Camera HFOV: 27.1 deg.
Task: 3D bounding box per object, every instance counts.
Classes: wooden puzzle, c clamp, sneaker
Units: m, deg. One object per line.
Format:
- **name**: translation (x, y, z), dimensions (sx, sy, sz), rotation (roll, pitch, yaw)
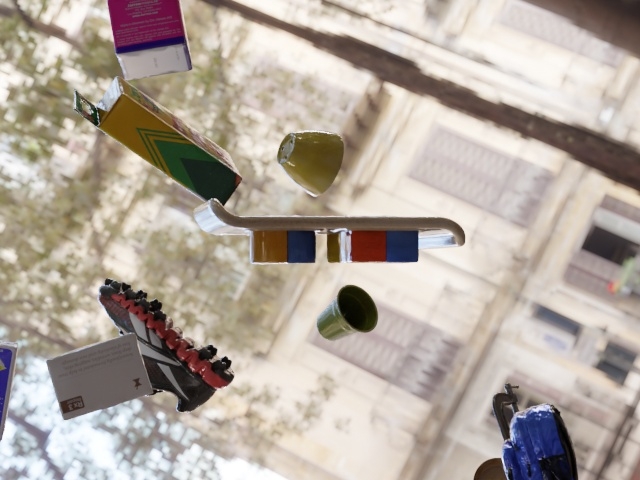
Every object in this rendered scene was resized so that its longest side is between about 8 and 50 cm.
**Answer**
- **wooden puzzle**: translation (0.000, 0.000, 1.887), dimensions (0.322, 0.348, 0.080), rotation (175, 100, -80)
- **c clamp**: translation (0.341, 0.319, 2.295), dimensions (0.137, 0.022, 0.161), rotation (17, -126, -57)
- **sneaker**: translation (-0.280, 0.181, 2.208), dimensions (0.135, 0.276, 0.097), rotation (-51, -7, 5)

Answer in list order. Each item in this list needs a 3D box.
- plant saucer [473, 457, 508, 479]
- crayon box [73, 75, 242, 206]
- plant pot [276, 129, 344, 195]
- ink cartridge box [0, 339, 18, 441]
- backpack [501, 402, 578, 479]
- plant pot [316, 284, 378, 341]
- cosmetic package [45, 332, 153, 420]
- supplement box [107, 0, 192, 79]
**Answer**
- **plant saucer**: translation (0.281, 0.385, 2.094), dimensions (0.083, 0.083, 0.015), rotation (-59, -6, -17)
- **crayon box**: translation (-0.300, -0.194, 2.425), dimensions (0.081, 0.318, 0.202), rotation (-53, 19, 7)
- **plant pot**: translation (-0.029, -0.167, 2.642), dimensions (0.095, 0.134, 0.134), rotation (22, -85, -28)
- **ink cartridge box**: translation (-0.607, 0.252, 2.154), dimensions (0.045, 0.206, 0.208), rotation (-120, 41, -85)
- **backpack**: translation (0.298, 0.289, 1.822), dimensions (0.098, 0.101, 0.120), rotation (-44, -60, -86)
- **plant pot**: translation (0.036, 0.124, 2.122), dimensions (0.079, 0.083, 0.083), rotation (-37, 5, 43)
- **cosmetic package**: translation (-0.285, 0.172, 1.707), dimensions (0.117, 0.085, 0.231), rotation (-17, -3, -12)
- **supplement box**: translation (-0.273, -0.376, 2.057), dimensions (0.111, 0.114, 0.220), rotation (91, 169, -75)
